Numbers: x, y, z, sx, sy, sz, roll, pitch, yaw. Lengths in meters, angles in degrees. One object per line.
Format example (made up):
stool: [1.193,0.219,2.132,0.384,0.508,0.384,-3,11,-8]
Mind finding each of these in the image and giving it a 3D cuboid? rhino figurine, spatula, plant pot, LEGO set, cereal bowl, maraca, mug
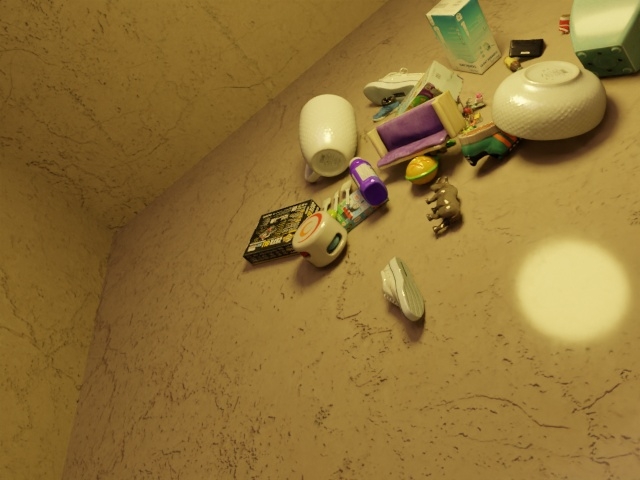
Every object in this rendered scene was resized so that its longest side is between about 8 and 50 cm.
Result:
rhino figurine: [0.413,-0.136,1.605,0.106,0.073,0.243,-28,34,29]
spatula: [0.067,-0.170,2.010,0.168,0.019,0.242,-33,20,18]
plant pot: [0.944,-0.672,1.519,0.247,0.247,0.253,17,81,53]
LEGO set: [0.560,-0.460,1.792,0.132,0.107,0.287,-24,36,26]
cereal bowl: [0.711,-0.462,1.496,0.338,0.141,0.339,-10,40,8]
maraca: [0.382,-0.270,1.776,0.127,0.099,0.186,-12,25,32]
mug: [0.016,-0.436,2.238,0.374,0.276,0.328,125,154,-43]

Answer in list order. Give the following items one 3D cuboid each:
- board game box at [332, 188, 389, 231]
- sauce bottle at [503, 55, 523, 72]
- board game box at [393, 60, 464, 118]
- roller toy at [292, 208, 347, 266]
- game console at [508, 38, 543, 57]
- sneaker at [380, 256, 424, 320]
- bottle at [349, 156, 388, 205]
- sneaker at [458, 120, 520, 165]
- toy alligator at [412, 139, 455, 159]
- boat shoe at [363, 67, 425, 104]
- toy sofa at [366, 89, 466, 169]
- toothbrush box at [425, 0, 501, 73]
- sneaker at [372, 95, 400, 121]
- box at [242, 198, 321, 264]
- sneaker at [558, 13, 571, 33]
board game box: [0.157,-0.143,1.919,0.211,0.039,0.160,-38,32,6]
sauce bottle: [0.771,-0.699,1.905,0.042,0.042,0.128,-30,33,19]
board game box: [0.419,-0.541,1.899,0.275,0.142,0.144,-47,16,56]
roller toy: [0.000,0.000,1.820,0.209,0.146,0.191,-36,26,26]
game console: [0.828,-0.775,1.924,0.122,0.071,0.108,7,84,23]
sneaker: [0.242,0.160,1.447,0.091,0.094,0.258,-49,23,25]
bottle: [0.177,-0.243,1.868,0.092,0.118,0.283,-34,32,9]
sneaker: [0.618,-0.347,1.618,0.301,0.121,0.108,-21,18,-2]
toy alligator: [0.433,-0.367,1.871,0.189,0.051,0.056,-17,40,35]
boat shoe: [0.379,-0.759,2.310,0.367,0.136,0.157,10,59,48]
toy sofa: [0.342,-0.408,1.804,0.177,0.150,0.362,-43,17,-33]
toothbrush box: [0.613,-0.878,2.048,0.126,0.295,0.216,-41,31,0]
sneaker: [0.303,-0.639,2.296,0.152,0.084,0.058,-21,38,31]
box: [-0.171,-0.036,2.111,0.321,0.079,0.257,-15,43,36]
sneaker: [0.985,-0.841,1.853,0.118,0.067,0.042,-1,41,6]
